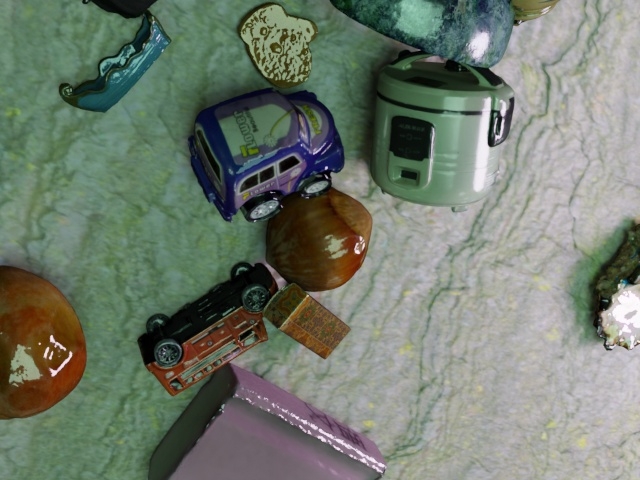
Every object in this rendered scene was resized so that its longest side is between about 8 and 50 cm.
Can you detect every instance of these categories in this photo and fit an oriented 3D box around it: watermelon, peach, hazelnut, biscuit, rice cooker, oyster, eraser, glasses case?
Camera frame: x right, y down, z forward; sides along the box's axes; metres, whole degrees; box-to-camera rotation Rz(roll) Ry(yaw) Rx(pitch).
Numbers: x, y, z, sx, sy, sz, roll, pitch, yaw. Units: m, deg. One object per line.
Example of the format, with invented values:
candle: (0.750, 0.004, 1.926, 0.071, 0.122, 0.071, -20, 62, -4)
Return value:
watermelon: (0.167, -0.382, 1.511, 0.318, 0.226, 0.148, 14, 114, -26)
peach: (-0.476, 0.149, 1.518, 0.214, 0.214, 0.236, -21, 109, -10)
hazelnut: (0.000, 0.000, 1.629, 0.182, 0.182, 0.182, -6, 112, -16)
biscuit: (-0.059, -0.313, 1.576, 0.118, 0.023, 0.140, -29, 116, -6)
rice cooker: (0.190, -0.183, 1.596, 0.226, 0.226, 0.244, 0, 111, -19)
oyster: (0.622, 0.091, 1.929, 0.198, 0.092, 0.260, -11, 122, -14)
eraser: (-0.099, 0.412, 1.789, 0.359, 0.122, 0.272, 33, 99, -25)
glasses case: (-0.022, 0.137, 1.683, 0.075, 0.049, 0.218, -50, 152, -2)

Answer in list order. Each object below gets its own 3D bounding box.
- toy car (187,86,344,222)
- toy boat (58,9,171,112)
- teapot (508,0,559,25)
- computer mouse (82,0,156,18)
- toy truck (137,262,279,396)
toy car: (-0.079, -0.149, 1.521, 0.235, 0.158, 0.172, -23, 72, -13)
toy boat: (-0.306, -0.266, 1.481, 0.185, 0.075, 0.077, -47, 120, 7)
teapot: (0.317, -0.423, 1.598, 0.269, 0.173, 0.183, -5, 143, 4)
computer mouse: (-0.245, -0.430, 1.434, 0.264, 0.088, 0.147, -38, 133, -6)
toy truck: (-0.175, 0.146, 1.666, 0.252, 0.107, 0.114, -31, 118, -3)
